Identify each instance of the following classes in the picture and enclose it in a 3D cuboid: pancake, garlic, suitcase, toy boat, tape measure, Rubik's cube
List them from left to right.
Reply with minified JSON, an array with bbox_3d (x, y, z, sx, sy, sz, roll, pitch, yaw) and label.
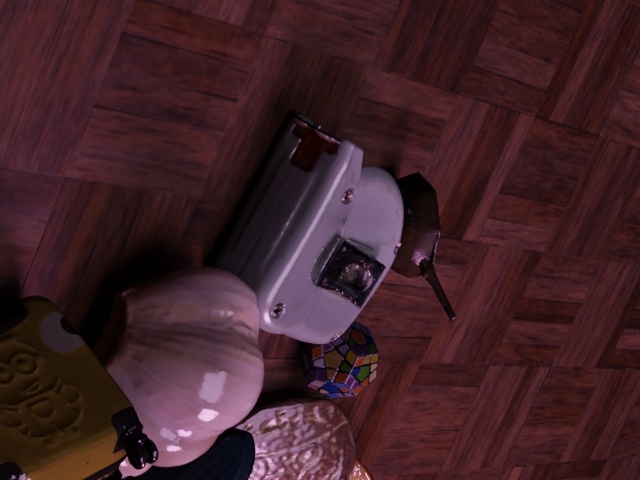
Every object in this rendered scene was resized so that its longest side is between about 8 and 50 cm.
[{"bbox_3d":[-0.304,0.185,1.426,0.194,0.235,0.143,-22,150,-39],"label":"suitcase"},{"bbox_3d":[-0.193,0.326,1.756,0.296,0.114,0.122,-36,160,-28],"label":"toy boat"},{"bbox_3d":[-0.160,0.160,1.605,0.203,0.184,0.281,25,97,-51],"label":"garlic"},{"bbox_3d":[-0.060,0.320,1.919,0.250,0.031,0.250,-13,116,-27],"label":"pancake"},{"bbox_3d":[-0.001,0.000,1.726,0.246,0.125,0.243,24,97,-53],"label":"tape measure"},{"bbox_3d":[0.024,0.154,1.897,0.093,0.111,0.111,-7,126,-14],"label":"Rubik's cube"}]

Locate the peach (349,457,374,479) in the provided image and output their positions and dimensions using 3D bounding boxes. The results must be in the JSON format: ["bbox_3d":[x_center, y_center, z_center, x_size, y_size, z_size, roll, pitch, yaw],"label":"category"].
[{"bbox_3d":[-0.027,0.358,2.013,0.189,0.068,0.279,-40,123,-16],"label":"peach"}]

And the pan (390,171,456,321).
[{"bbox_3d":[0.118,-0.001,1.815,0.048,0.202,0.128,-1,119,-25],"label":"pan"}]
